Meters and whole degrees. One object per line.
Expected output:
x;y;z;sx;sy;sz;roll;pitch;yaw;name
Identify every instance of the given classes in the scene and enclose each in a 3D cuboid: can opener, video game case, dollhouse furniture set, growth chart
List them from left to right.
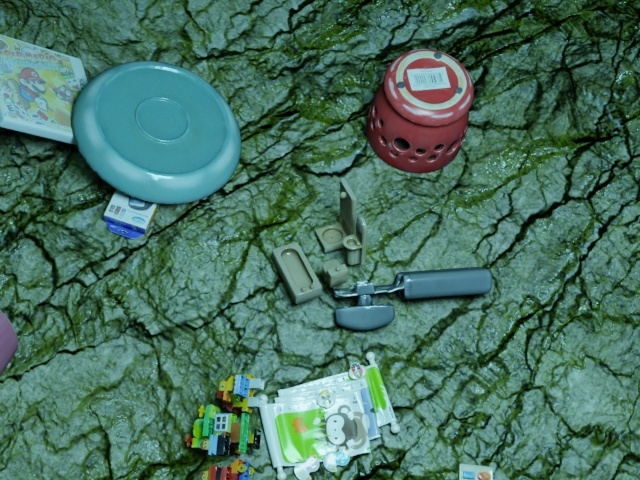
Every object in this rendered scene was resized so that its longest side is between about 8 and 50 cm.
-0.504;-0.271;2.098;0.227;0.026;0.206;11;50;-49;video game case
0.000;0.000;2.021;0.151;0.123;0.144;-17;51;-15;dollhouse furniture set
0.014;0.298;1.933;0.237;0.021;0.172;-18;66;-16;growth chart
0.162;0.103;2.046;0.283;0.076;0.095;-3;93;-10;can opener

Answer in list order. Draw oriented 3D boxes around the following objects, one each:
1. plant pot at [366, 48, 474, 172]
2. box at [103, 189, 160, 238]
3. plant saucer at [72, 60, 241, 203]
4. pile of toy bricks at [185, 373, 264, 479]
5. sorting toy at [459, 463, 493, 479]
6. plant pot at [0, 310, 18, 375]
0.191;-0.247;2.176;0.191;0.174;0.191;3;63;-6;plant pot
-0.332;-0.069;2.086;0.081;0.028;0.136;18;58;2;box
-0.292;-0.211;2.124;0.317;0.044;0.318;10;57;-16;plant saucer
-0.166;0.312;1.863;0.105;0.118;0.212;-6;67;26;pile of toy bricks
0.270;0.400;1.914;0.083;0.012;0.062;7;60;-4;sorting toy
-0.583;0.187;1.825;0.201;0.201;0.180;32;45;10;plant pot
